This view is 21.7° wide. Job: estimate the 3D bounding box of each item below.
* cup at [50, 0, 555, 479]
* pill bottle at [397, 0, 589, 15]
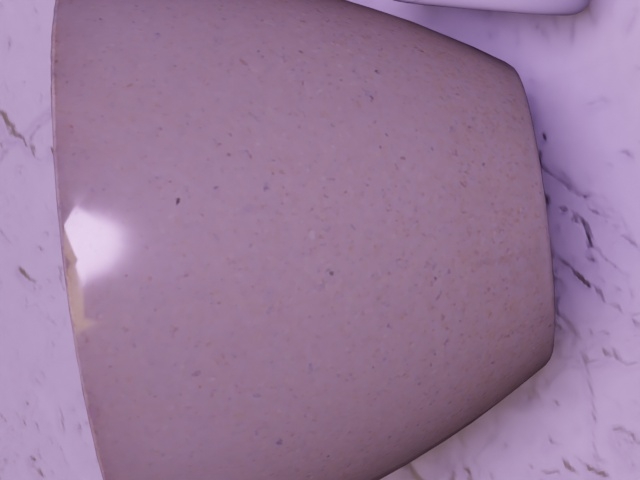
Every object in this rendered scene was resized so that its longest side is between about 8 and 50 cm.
[{"bbox_3d":[0.000,0.000,0.930,0.237,0.331,0.331,-7,94,0],"label":"cup"},{"bbox_3d":[0.100,-0.237,0.927,0.121,0.121,0.216,9,101,24],"label":"pill bottle"}]
